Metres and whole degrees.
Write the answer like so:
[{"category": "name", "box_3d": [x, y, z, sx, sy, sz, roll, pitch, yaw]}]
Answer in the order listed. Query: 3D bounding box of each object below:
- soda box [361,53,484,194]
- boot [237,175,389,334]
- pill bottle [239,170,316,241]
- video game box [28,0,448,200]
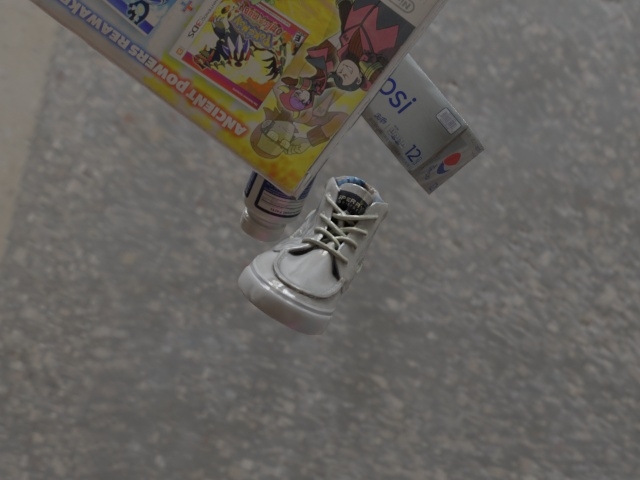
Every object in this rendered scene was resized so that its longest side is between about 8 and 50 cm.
[{"category": "soda box", "box_3d": [0.071, -0.195, 1.886, 0.091, 0.098, 0.286, -40, 68, 5]}, {"category": "boot", "box_3d": [0.000, 0.000, 1.457, 0.095, 0.258, 0.123, 31, 102, -2]}, {"category": "pill bottle", "box_3d": [-0.044, -0.060, 1.693, 0.067, 0.067, 0.120, 41, 124, 26]}, {"category": "video game box", "box_3d": [-0.037, -0.153, 0.811, 0.205, 0.048, 0.187, 38, 86, 4]}]
